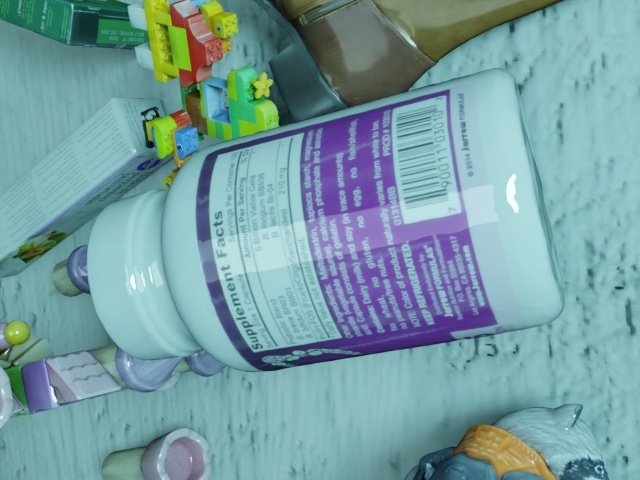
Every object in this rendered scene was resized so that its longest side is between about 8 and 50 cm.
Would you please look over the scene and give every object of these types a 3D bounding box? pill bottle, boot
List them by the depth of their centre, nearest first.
[{"bbox_3d":[0.000,0.000,0.527,0.302,0.169,0.169,-12,89,19],"label":"pill bottle"},{"bbox_3d":[0.051,-0.246,0.550,0.280,0.096,0.264,-27,80,33],"label":"boot"}]

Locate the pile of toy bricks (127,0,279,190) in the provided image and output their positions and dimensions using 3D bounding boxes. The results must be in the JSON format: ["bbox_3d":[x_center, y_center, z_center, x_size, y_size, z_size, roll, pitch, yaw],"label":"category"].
[{"bbox_3d":[-0.069,-0.095,0.614,0.105,0.118,0.212,21,130,32],"label":"pile of toy bricks"}]

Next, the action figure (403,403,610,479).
[{"bbox_3d":[0.114,0.245,0.450,0.341,0.330,0.178,-2,138,45],"label":"action figure"}]

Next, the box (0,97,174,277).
[{"bbox_3d":[-0.282,-0.046,0.821,0.324,0.063,0.067,-30,80,33],"label":"box"}]

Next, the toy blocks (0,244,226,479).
[{"bbox_3d":[-0.221,0.104,0.667,0.260,0.289,0.308,-19,82,38],"label":"toy blocks"}]

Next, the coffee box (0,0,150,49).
[{"bbox_3d":[-0.261,-0.230,0.756,0.184,0.113,0.040,24,112,28],"label":"coffee box"}]
